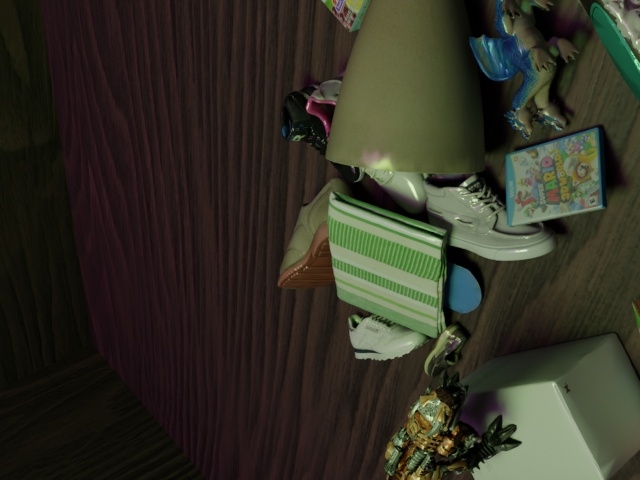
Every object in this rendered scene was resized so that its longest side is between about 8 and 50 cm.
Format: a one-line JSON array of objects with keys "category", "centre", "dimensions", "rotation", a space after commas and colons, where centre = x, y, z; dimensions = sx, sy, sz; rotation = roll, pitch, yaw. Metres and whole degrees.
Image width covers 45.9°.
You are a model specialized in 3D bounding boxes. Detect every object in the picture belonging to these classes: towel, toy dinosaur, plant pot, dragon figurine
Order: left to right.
[{"category": "towel", "centre": [0.129, 0.053, 1.439], "dimensions": [0.247, 0.038, 0.325], "rotation": [21, 148, 22]}, {"category": "plant pot", "centre": [0.142, -0.257, 1.185], "dimensions": [0.256, 0.256, 0.274], "rotation": [18, 110, 47]}, {"category": "toy dinosaur", "centre": [0.171, 0.323, 1.216], "dimensions": [0.164, 0.218, 0.322], "rotation": [58, 145, 13]}, {"category": "dragon figurine", "centre": [0.276, -0.283, 1.085], "dimensions": [0.289, 0.085, 0.144], "rotation": [61, 160, 3]}]

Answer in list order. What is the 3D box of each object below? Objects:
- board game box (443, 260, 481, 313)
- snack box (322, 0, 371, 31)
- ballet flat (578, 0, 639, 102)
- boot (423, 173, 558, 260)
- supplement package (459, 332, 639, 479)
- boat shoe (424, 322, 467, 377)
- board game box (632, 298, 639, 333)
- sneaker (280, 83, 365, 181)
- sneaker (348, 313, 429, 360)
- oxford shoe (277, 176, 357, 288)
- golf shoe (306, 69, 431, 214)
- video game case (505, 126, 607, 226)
[{"category": "board game box", "centre": [0.231, 0.068, 1.435], "dimensions": [0.168, 0.033, 0.133], "rotation": [22, 143, 20]}, {"category": "snack box", "centre": [0.039, -0.494, 1.289], "dimensions": [0.207, 0.070, 0.174], "rotation": [53, 146, 18]}, {"category": "ballet flat", "centre": [0.364, -0.325, 0.916], "dimensions": [0.409, 0.147, 0.147], "rotation": [55, 146, 2]}, {"category": "boot", "centre": [0.269, -0.049, 1.257], "dimensions": [0.258, 0.095, 0.123], "rotation": [12, 128, 51]}, {"category": "supplement package", "centre": [0.374, 0.290, 1.274], "dimensions": [0.293, 0.177, 0.175], "rotation": [-29, 86, 57]}, {"category": "boat shoe", "centre": [0.250, 0.230, 1.509], "dimensions": [0.049, 0.056, 0.152], "rotation": [47, 143, 31]}, {"category": "board game box", "centre": [0.502, 0.203, 1.098], "dimensions": [0.039, 0.124, 0.260], "rotation": [-13, 105, 16]}, {"category": "sneaker", "centre": [-0.009, -0.197, 1.507], "dimensions": [0.217, 0.121, 0.079], "rotation": [61, 147, 3]}, {"category": "sneaker", "centre": [0.136, 0.200, 1.622], "dimensions": [0.235, 0.090, 0.095], "rotation": [-15, 90, 54]}, {"category": "oxford shoe", "centre": [0.000, 0.000, 1.659], "dimensions": [0.397, 0.140, 0.147], "rotation": [134, 133, -57]}, {"category": "golf shoe", "centre": [0.086, -0.166, 1.388], "dimensions": [0.306, 0.140, 0.115], "rotation": [56, 144, 8]}, {"category": "video game case", "centre": [0.349, -0.091, 1.134], "dimensions": [0.166, 0.015, 0.119], "rotation": [-14, 71, 51]}]
